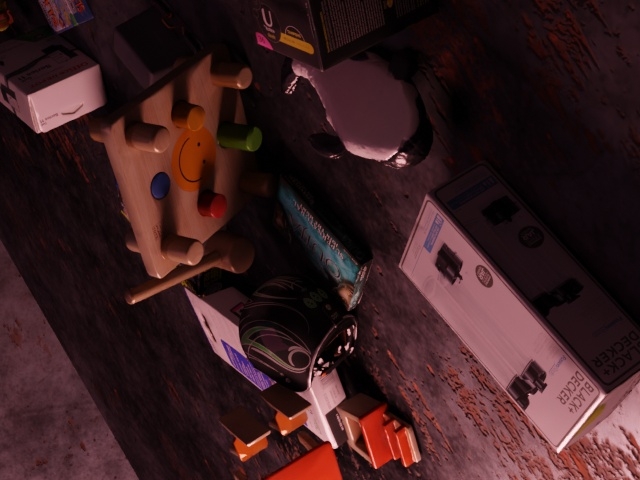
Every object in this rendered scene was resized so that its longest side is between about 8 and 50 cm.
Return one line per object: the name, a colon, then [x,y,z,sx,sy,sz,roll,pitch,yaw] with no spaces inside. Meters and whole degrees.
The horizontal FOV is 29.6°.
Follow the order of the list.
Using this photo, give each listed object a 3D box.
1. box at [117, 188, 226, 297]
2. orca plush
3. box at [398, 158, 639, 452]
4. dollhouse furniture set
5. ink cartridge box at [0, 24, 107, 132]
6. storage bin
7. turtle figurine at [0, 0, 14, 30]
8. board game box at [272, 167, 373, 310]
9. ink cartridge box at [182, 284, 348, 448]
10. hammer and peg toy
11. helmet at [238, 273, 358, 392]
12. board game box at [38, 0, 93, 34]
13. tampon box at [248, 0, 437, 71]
box: [-0.269,-0.043,2.161,0.270,0.060,0.216,47,153,26]
orca plush: [0.051,-0.145,1.411,0.287,0.151,0.102,23,168,48]
box: [0.222,0.073,1.339,0.290,0.087,0.169,50,154,19]
dollhouse furniture set: [0.005,0.341,1.830,0.135,0.259,0.262,27,140,54]
ink cartridge box: [-0.510,-0.298,2.224,0.208,0.153,0.086,36,145,39]
storage bin: [-0.244,-0.287,1.814,0.135,0.091,0.098,50,153,18]
turtle figurine: [-0.636,-0.493,2.324,0.269,0.087,0.217,13,122,68]
board game box: [0.000,0.000,1.746,0.186,0.026,0.126,49,152,22]
ink cartridge box: [-0.090,0.196,2.061,0.371,0.069,0.175,29,149,44]
hammer and peg toy: [-0.179,-0.067,1.734,0.127,0.266,0.361,13,130,34]
helmet: [-0.042,0.131,1.810,0.162,0.169,0.169,29,144,24]
board game box: [-0.473,-0.465,2.111,0.136,0.035,0.201,1,118,61]
tampon box: [0.020,-0.264,1.263,0.120,0.161,0.101,31,143,46]
